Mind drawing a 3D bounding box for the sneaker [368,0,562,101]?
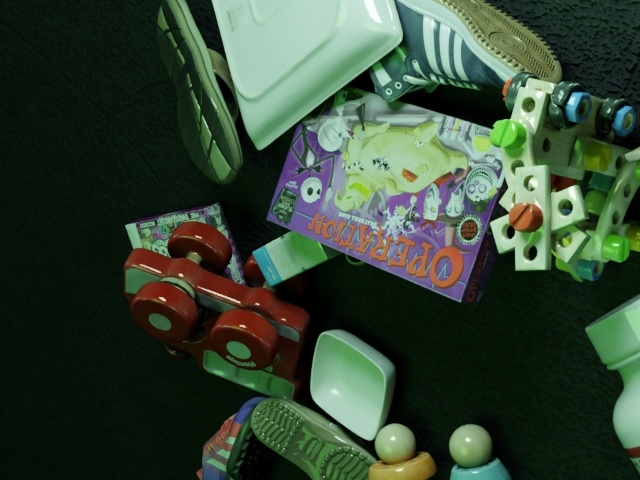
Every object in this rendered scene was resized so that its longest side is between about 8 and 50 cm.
[{"bbox_3d":[0.162,-0.207,1.506,0.282,0.099,0.153,44,130,33],"label":"sneaker"}]

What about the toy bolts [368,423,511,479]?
[{"bbox_3d":[0.146,0.341,1.727,0.228,0.218,0.159,-11,94,30],"label":"toy bolts"}]

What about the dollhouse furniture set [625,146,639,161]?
[{"bbox_3d":[0.425,-0.047,1.288,0.144,0.123,0.151,-11,100,48],"label":"dollhouse furniture set"}]

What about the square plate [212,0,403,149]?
[{"bbox_3d":[-0.051,-0.340,1.642,0.344,0.049,0.347,-32,69,50],"label":"square plate"}]

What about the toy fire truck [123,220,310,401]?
[{"bbox_3d":[-0.159,0.127,1.912,0.302,0.169,0.254,19,139,7],"label":"toy fire truck"}]

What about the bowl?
[{"bbox_3d":[0.055,0.205,1.850,0.142,0.053,0.142,32,129,33],"label":"bowl"}]

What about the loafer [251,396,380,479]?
[{"bbox_3d":[0.019,0.325,1.915,0.268,0.092,0.102,40,104,5],"label":"loafer"}]

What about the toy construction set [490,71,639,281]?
[{"bbox_3d":[0.260,-0.058,1.343,0.151,0.327,0.215,17,97,26],"label":"toy construction set"}]

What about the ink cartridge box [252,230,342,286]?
[{"bbox_3d":[0.000,0.000,1.771,0.180,0.104,0.060,-27,88,49],"label":"ink cartridge box"}]

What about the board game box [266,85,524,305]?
[{"bbox_3d":[0.090,-0.071,1.578,0.346,0.056,0.208,22,100,42],"label":"board game box"}]

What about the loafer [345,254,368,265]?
[{"bbox_3d":[0.122,-0.046,1.636,0.096,0.084,0.267,52,137,15],"label":"loafer"}]

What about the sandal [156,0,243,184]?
[{"bbox_3d":[-0.163,-0.230,1.859,0.120,0.086,0.303,-39,64,54],"label":"sandal"}]

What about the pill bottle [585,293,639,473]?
[{"bbox_3d":[0.454,0.225,1.306,0.229,0.229,0.408,-38,79,48],"label":"pill bottle"}]

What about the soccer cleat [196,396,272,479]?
[{"bbox_3d":[-0.145,0.345,2.070,0.116,0.108,0.318,42,143,23],"label":"soccer cleat"}]

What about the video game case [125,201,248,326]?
[{"bbox_3d":[-0.212,0.053,2.067,0.232,0.042,0.210,-8,104,48],"label":"video game case"}]
